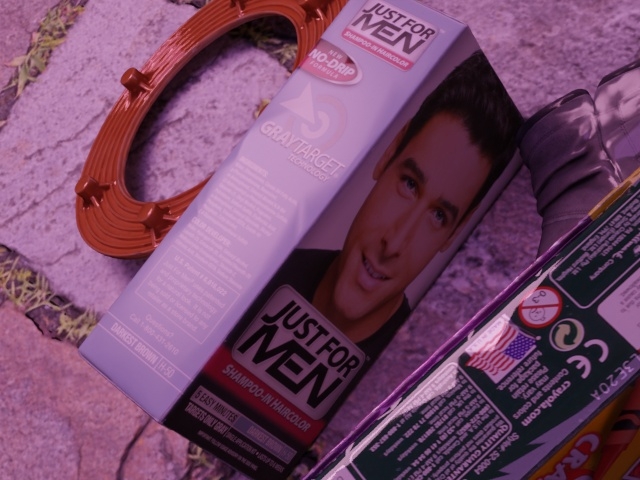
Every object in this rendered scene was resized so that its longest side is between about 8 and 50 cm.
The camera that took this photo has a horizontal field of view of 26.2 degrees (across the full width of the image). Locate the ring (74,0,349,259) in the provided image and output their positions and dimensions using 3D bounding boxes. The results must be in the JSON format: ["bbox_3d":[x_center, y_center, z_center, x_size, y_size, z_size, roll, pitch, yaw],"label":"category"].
[{"bbox_3d":[-0.109,-0.128,1.255,0.336,0.032,0.337,-30,38,27],"label":"ring"}]

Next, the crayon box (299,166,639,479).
[{"bbox_3d":[0.151,0.167,0.861,0.363,0.313,0.106,-43,50,2],"label":"crayon box"}]

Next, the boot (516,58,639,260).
[{"bbox_3d":[0.296,-0.053,1.006,0.338,0.118,0.223,-15,58,28],"label":"boot"}]

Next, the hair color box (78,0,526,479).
[{"bbox_3d":[0.000,0.000,1.105,0.113,0.185,0.374,33,83,36],"label":"hair color box"}]
